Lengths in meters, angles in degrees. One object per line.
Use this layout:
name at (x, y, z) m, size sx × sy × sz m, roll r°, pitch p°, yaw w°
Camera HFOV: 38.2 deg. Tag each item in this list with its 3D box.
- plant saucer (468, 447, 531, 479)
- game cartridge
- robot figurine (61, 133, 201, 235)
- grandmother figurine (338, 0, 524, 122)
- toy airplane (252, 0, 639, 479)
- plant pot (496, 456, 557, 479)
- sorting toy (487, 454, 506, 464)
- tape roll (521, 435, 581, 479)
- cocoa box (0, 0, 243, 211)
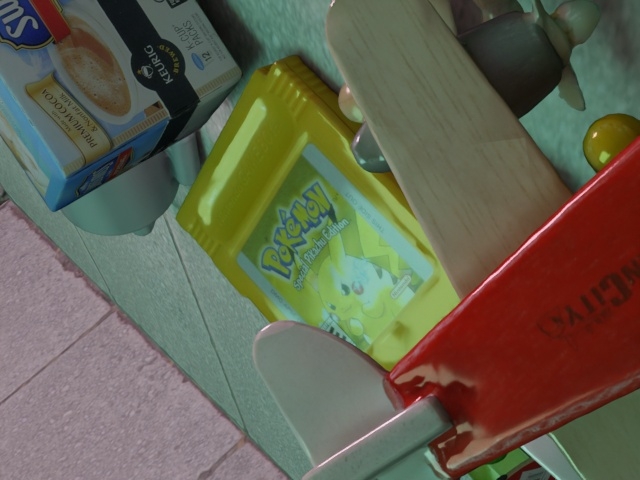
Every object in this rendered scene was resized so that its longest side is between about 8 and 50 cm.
plant saucer at (0.258, 0.303, 1.216) m, size 0.241 × 0.037 × 0.241 m, roll 43°, pitch 160°, yaw 20°
game cartridge at (0.000, 0.000, 1.003) m, size 0.324 × 0.052 × 0.285 m, roll 45°, pitch 133°, yaw 10°
robot figurine at (-0.327, -0.143, 1.386) m, size 0.299 × 0.200 × 0.353 m, roll 4°, pitch 150°, yaw 5°
grandmother figurine at (0.052, -0.197, 0.637) m, size 0.207 × 0.104 × 0.342 m, roll 28°, pitch 155°, yaw 27°
toy airplane at (0.159, 0.040, 0.507) m, size 0.384 × 0.272 × 0.386 m, roll 10°, pitch 100°, yaw 33°
plant pot at (0.280, 0.330, 1.004) m, size 0.174 × 0.191 × 0.191 m, roll 58°, pitch 160°, yaw -3°
sorting toy at (0.129, 0.222, 1.122) m, size 0.366 × 0.126 × 0.127 m, roll 59°, pitch 156°, yaw 3°
tape roll at (0.221, 0.150, 0.774) m, size 0.286 × 0.100 × 0.286 m, roll 42°, pitch -179°, yaw -1°
cocoa box at (-0.294, -0.243, 1.036) m, size 0.347 × 0.228 × 0.231 m, roll 57°, pitch 159°, yaw -5°
